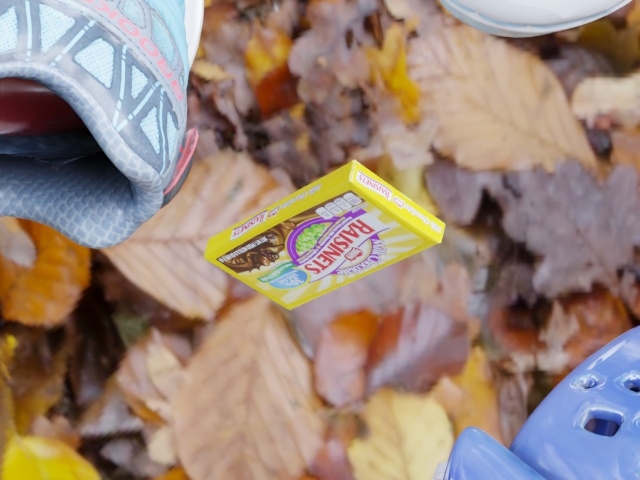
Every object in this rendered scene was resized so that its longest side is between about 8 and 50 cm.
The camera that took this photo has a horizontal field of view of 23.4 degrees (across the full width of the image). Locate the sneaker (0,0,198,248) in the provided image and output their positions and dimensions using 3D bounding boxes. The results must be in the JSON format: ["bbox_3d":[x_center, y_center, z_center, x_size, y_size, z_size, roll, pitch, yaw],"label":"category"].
[{"bbox_3d":[-0.159,-0.051,0.457,0.262,0.104,0.125,1,51,-19],"label":"sneaker"}]

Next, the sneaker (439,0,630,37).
[{"bbox_3d":[0.105,-0.164,0.608,0.127,0.208,0.319,23,62,5],"label":"sneaker"}]

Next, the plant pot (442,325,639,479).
[{"bbox_3d":[0.193,0.224,0.940,0.212,0.236,0.236,-16,38,-35],"label":"plant pot"}]

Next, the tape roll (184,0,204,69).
[{"bbox_3d":[-0.209,-0.164,1.076,0.246,0.169,0.246,-1,94,-10],"label":"tape roll"}]

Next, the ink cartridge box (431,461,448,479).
[{"bbox_3d":[0.237,0.287,1.624,0.189,0.232,0.066,23,72,-12],"label":"ink cartridge box"}]

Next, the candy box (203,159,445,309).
[{"bbox_3d":[0.000,0.000,1.331,0.206,0.105,0.027,-27,41,46],"label":"candy box"}]
